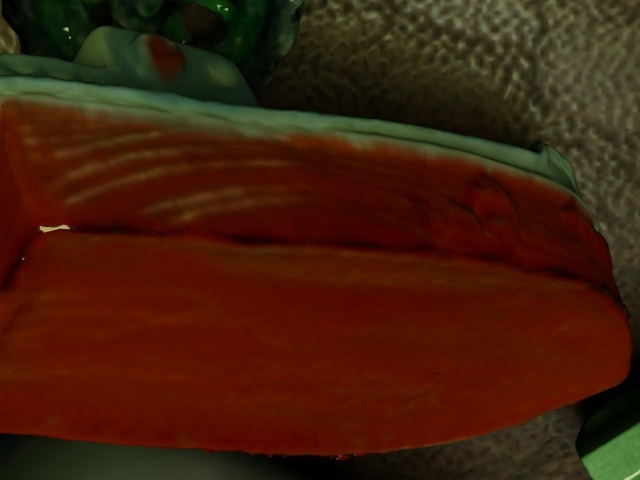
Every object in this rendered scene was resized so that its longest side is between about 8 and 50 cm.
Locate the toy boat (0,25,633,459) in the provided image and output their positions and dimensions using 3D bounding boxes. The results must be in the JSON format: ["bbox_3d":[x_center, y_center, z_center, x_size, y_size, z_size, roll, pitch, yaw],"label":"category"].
[{"bbox_3d":[0.000,0.000,0.491,0.332,0.133,0.145,9,132,-36],"label":"toy boat"}]

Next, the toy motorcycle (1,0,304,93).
[{"bbox_3d":[-0.036,-0.237,0.425,0.237,0.169,0.410,28,113,-15],"label":"toy motorcycle"}]

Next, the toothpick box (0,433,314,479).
[{"bbox_3d":[-0.048,0.208,0.537,0.354,0.263,0.263,36,104,-21],"label":"toothpick box"}]

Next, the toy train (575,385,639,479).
[{"bbox_3d":[0.277,0.102,0.546,0.301,0.120,0.202,-35,72,9],"label":"toy train"}]
